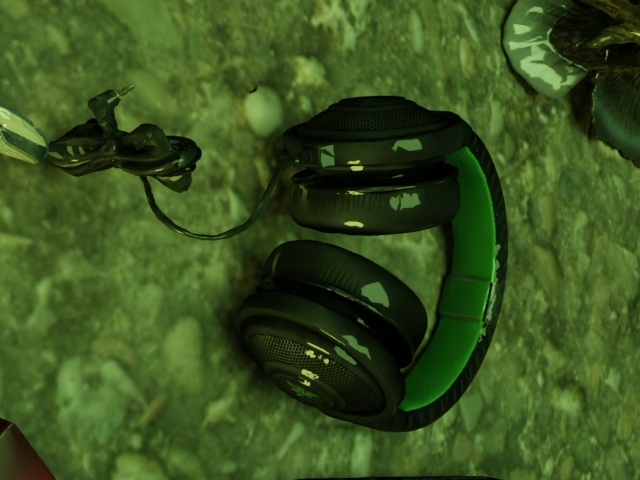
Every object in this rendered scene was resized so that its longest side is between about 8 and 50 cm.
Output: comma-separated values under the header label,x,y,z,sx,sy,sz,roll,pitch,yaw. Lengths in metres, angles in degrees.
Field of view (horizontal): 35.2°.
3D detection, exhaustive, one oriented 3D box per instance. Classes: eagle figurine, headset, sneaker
label,x,y,z,sx,sy,sz,roll,pitch,yaw
eagle figurine,0.336,-0.195,0.979,0.226,0.225,0.298,-50,164,16
headset,0.000,0.000,0.731,0.394,0.185,0.244,25,77,-51
sneaker,-0.227,-0.063,0.584,0.135,0.052,0.058,19,86,-29

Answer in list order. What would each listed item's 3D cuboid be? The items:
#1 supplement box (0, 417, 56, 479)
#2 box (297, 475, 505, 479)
label,x,y,z,sx,sy,sz,roll,pitch,yaw
supplement box,-0.177,0.233,0.592,0.130,0.073,0.239,-42,113,-31
box,0.070,0.279,0.803,0.220,0.051,0.175,11,82,-39
